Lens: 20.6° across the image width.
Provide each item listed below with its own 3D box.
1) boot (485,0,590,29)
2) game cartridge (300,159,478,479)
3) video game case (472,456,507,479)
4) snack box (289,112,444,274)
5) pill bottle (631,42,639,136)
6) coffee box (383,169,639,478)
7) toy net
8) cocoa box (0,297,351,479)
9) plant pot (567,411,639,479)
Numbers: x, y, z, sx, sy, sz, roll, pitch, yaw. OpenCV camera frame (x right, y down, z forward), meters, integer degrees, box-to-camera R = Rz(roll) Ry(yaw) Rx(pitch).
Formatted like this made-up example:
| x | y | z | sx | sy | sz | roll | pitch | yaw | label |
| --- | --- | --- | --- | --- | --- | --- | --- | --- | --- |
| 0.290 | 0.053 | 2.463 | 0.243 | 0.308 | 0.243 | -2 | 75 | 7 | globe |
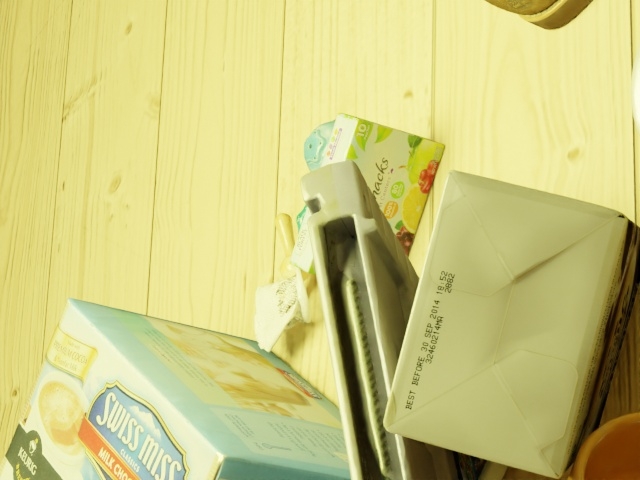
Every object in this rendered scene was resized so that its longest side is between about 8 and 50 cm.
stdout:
| x | y | z | sx | sy | sz | roll | pitch | yaw | label |
| --- | --- | --- | --- | --- | --- | --- | --- | --- | --- |
| 0.219 | -0.298 | 1.379 | 0.305 | 0.115 | 0.112 | -51 | 39 | 31 | boot |
| 0.067 | 0.142 | 1.313 | 0.068 | 0.230 | 0.355 | -19 | 56 | 14 | game cartridge |
| 0.121 | 0.109 | 1.455 | 0.173 | 0.022 | 0.190 | 43 | 113 | 54 | video game case |
| 0.041 | -0.033 | 1.553 | 0.037 | 0.100 | 0.141 | 27 | 101 | 56 | snack box |
| 0.314 | -0.074 | 1.032 | 0.136 | 0.245 | 0.136 | -26 | 58 | 49 | pill bottle |
| 0.143 | 0.054 | 1.198 | 0.118 | 0.297 | 0.168 | 15 | 92 | 13 | coffee box |
| 0.000 | 0.000 | 1.658 | 0.122 | 0.045 | 0.232 | 25 | 100 | 54 | toy net |
| -0.105 | 0.230 | 1.552 | 0.347 | 0.231 | 0.228 | 35 | 107 | 54 | cocoa box |
| 0.230 | 0.243 | 1.106 | 0.205 | 0.205 | 0.188 | -122 | 39 | -48 | plant pot |
